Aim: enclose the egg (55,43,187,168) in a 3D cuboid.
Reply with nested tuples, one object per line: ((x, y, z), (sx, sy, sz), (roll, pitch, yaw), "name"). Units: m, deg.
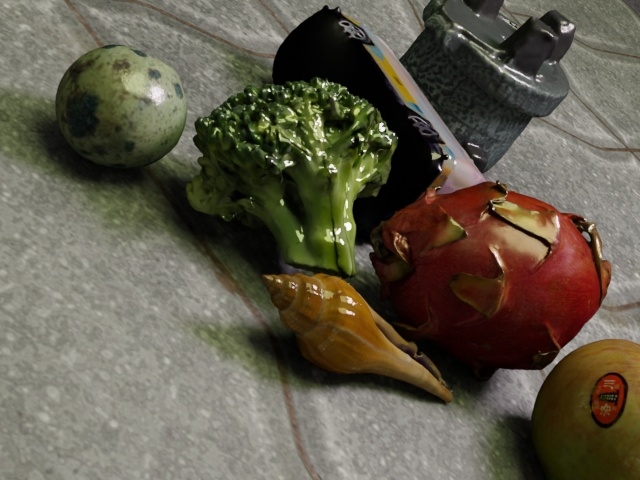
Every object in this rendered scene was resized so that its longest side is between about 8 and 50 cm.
((-0.221, -0.151, 1.453), (0.141, 0.141, 0.182), (45, 17, 13), "egg")

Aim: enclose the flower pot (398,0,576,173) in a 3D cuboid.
((0.260, -0.286, 2.106), (0.299, 0.283, 0.299), (31, 28, -18), "flower pot")

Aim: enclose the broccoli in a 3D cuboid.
((-0.026, -0.061, 1.517), (0.288, 0.248, 0.245), (4, 73, -22), "broccoli")

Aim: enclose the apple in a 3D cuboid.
((0.375, 0.241, 1.522), (0.261, 0.194, 0.261), (31, 25, -16), "apple")

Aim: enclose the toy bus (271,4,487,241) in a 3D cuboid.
((0.078, -0.161, 1.828), (0.162, 0.171, 0.386), (24, 28, -47), "toy bus")

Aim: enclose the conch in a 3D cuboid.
((0.039, 0.118, 1.433), (0.330, 0.093, 0.109), (43, 0, -40), "conch")

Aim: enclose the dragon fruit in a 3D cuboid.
((0.218, 0.050, 1.584), (0.315, 0.250, 0.250), (29, 26, -42), "dragon fruit")
